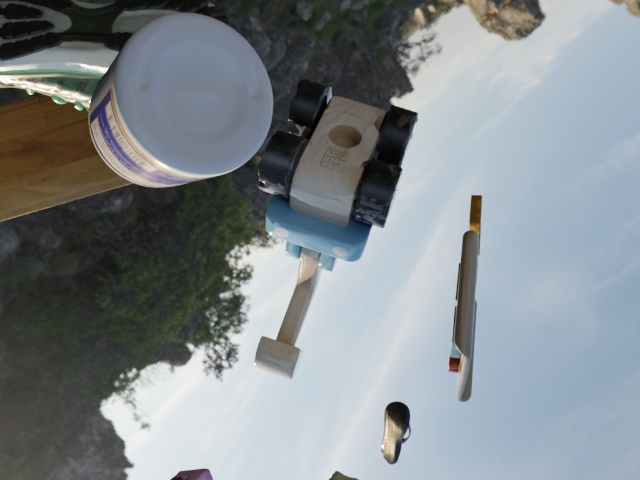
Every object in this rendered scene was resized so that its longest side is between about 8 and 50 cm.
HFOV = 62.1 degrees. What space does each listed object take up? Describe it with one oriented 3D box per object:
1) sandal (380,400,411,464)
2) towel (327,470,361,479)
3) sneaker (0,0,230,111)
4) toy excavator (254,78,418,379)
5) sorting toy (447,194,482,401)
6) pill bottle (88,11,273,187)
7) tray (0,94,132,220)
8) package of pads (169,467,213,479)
[{"bbox_3d":[0.165,0.405,1.134,0.040,0.179,0.067,-12,-143,-25],"label":"sandal"},{"bbox_3d":[0.054,0.475,0.918,0.148,0.110,0.027,-65,171,-60],"label":"towel"},{"bbox_3d":[-0.318,-0.218,0.717,0.182,0.411,0.158,92,3,-56],"label":"sneaker"},{"bbox_3d":[0.000,0.000,1.007,0.445,0.222,0.432,98,11,-54],"label":"toy excavator"},{"bbox_3d":[0.243,0.089,0.896,0.041,0.229,0.307,3,-124,17],"label":"sorting toy"},{"bbox_3d":[-0.126,-0.100,0.435,0.112,0.112,0.187,-46,-157,-21],"label":"pill bottle"},{"bbox_3d":[-0.517,-0.173,1.027,0.411,0.202,0.076,-17,-168,-3],"label":"tray"},{"bbox_3d":[-0.153,0.273,0.552,0.050,0.032,0.083,-18,-177,28],"label":"package of pads"}]
